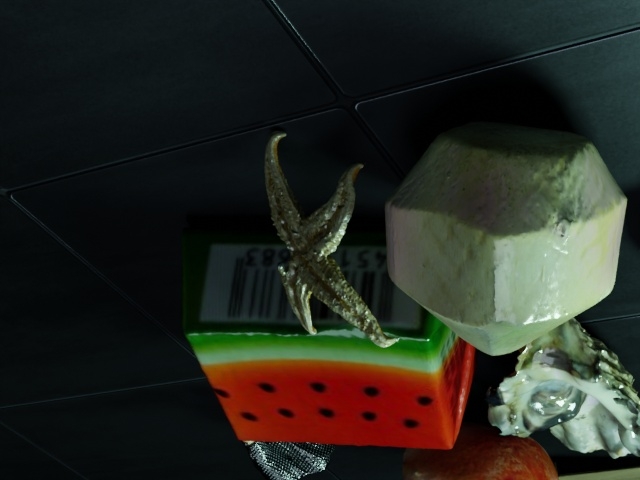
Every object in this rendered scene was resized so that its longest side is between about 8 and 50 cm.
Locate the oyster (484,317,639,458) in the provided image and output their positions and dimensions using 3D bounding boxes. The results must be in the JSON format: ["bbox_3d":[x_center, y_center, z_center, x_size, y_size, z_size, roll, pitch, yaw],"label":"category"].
[{"bbox_3d":[0.346,0.214,1.668,0.237,0.115,0.351,1,142,28],"label":"oyster"}]

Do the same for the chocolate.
[{"bbox_3d":[0.018,0.133,1.573,0.360,0.162,0.341,1,145,13],"label":"chocolate"}]

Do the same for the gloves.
[{"bbox_3d":[-0.058,0.282,1.898,0.129,0.106,0.181,-6,115,21],"label":"gloves"}]

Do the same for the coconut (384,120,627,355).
[{"bbox_3d":[0.196,0.003,1.283,0.259,0.259,0.259,7,146,4],"label":"coconut"}]

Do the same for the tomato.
[{"bbox_3d":[0.257,0.366,1.780,0.170,0.309,0.309,-24,135,22],"label":"tomato"}]

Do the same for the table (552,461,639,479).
[{"bbox_3d":[0.488,0.421,1.911,0.226,0.167,0.167,-8,144,10],"label":"table"}]

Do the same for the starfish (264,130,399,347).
[{"bbox_3d":[0.000,0.001,1.342,0.138,0.050,0.248,-1,108,39],"label":"starfish"}]
